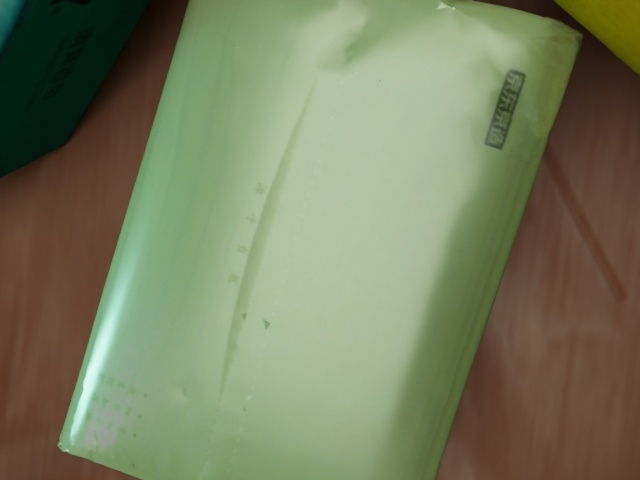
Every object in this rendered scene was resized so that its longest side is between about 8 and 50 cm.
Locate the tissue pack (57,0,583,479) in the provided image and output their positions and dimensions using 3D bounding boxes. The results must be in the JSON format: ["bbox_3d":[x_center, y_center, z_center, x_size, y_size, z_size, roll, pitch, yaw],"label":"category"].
[{"bbox_3d":[0.000,0.000,0.431,0.159,0.125,0.234,18,95,6],"label":"tissue pack"}]

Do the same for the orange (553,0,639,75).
[{"bbox_3d":[0.191,-0.184,0.312,0.312,0.312,0.312,0,93,7],"label":"orange"}]

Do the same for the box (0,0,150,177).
[{"bbox_3d":[-0.146,-0.142,0.396,0.153,0.092,0.245,50,137,1],"label":"box"}]
